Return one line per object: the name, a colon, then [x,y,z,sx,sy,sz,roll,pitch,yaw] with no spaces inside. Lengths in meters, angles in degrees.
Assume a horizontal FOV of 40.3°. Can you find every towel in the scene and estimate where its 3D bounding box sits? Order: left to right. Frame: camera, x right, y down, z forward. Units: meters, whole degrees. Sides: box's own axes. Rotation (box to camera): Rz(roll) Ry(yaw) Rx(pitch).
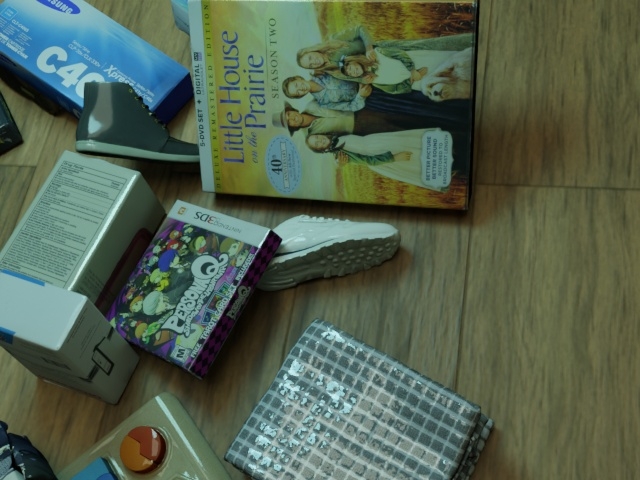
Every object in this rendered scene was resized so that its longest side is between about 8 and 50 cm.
towel: [0.051,0.257,1.115,0.284,0.121,0.235,26,71,23]

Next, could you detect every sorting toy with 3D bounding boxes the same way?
sorting toy: [-0.219,0.376,1.152,0.229,0.041,0.307,-36,61,-9]

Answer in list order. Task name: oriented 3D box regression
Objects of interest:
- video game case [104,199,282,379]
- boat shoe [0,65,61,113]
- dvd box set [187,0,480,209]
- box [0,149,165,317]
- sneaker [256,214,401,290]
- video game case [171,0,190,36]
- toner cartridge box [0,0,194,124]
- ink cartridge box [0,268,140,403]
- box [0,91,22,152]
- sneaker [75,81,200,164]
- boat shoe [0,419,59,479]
video game case: [-0.191,0.064,1.274,0.210,0.042,0.232,18,72,39]
boat shoe: [-0.519,-0.300,1.579,0.190,0.068,0.072,37,61,15]
dvd box set: [0.018,-0.208,1.291,0.421,0.307,0.062,5,23,14]
box: [-0.368,0.001,1.339,0.149,0.127,0.232,17,66,20]
sneaker: [0.000,0.000,1.290,0.235,0.090,0.094,-10,51,5]
video game case: [-0.076,-0.387,1.471,0.270,0.061,0.244,-30,49,-21]
toner cartridge box: [-0.404,-0.305,1.498,0.348,0.075,0.165,34,70,11]
ink cartridge box: [-0.364,0.139,1.220,0.148,0.203,0.085,15,64,19]
box: [-0.668,-0.193,1.548,0.233,0.059,0.183,-32,61,-5]
sneaker: [-0.269,-0.185,1.381,0.222,0.083,0.118,5,89,-27]
boat shoe: [-0.500,0.399,1.172,0.340,0.127,0.158,-41,40,-7]
